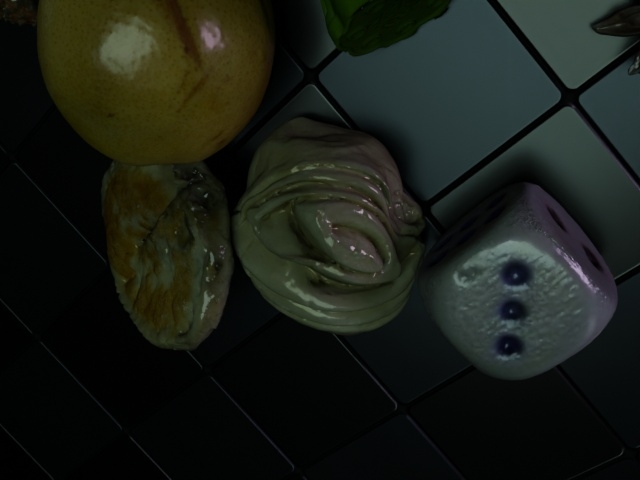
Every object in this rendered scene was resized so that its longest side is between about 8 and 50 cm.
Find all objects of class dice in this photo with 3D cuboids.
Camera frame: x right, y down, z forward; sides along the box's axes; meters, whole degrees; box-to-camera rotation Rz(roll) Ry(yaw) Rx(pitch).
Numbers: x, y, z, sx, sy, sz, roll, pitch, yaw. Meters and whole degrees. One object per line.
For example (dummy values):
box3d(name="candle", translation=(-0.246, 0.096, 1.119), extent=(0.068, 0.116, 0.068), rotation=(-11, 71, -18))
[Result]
box3d(name="dice", translation=(0.257, 0.051, 0.897), extent=(0.193, 0.194, 0.192), rotation=(-39, 95, 28))

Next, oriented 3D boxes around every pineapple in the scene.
box3d(name="pineapple", translation=(-0.478, -0.370, 1.010), extent=(0.197, 0.108, 0.108), rotation=(6, 113, 24))

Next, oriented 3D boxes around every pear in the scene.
box3d(name="pear", translation=(-0.206, -0.253, 0.871), extent=(0.314, 0.314, 0.314), rotation=(6, 112, 15))

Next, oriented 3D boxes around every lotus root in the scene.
box3d(name="lotus root", translation=(0.062, -0.345, 0.832), extent=(0.186, 0.186, 0.186), rotation=(6, 112, 15))

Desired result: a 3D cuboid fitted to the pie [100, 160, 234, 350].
box3d(name="pie", translation=(-0.238, 0.007, 1.032), extent=(0.339, 0.077, 0.339), rotation=(11, 105, 44))

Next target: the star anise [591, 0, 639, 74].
box3d(name="star anise", translation=(0.438, -0.279, 0.769), extent=(0.231, 0.089, 0.209), rotation=(-33, 86, 24))

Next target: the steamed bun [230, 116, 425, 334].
box3d(name="steamed bun", translation=(0.003, 0.001, 0.948), extent=(0.276, 0.203, 0.289), rotation=(16, 116, 12))
